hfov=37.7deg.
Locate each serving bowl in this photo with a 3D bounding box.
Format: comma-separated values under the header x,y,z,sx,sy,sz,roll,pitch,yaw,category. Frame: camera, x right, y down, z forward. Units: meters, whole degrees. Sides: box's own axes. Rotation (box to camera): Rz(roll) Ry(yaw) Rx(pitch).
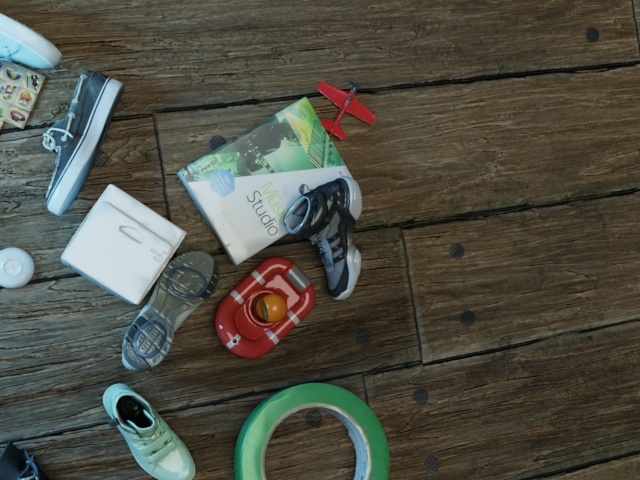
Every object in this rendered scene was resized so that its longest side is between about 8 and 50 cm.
x,y,z,sx,sy,sz,roll,pitch,yaw,category
-0.612,0.054,1.861,0.083,0.027,0.083,1,87,-14,serving bowl

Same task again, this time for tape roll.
x,y,z,sx,sy,sz,roll,pitch,yaw,category
-0.017,0.461,1.956,0.321,0.077,0.321,4,77,-17,tape roll

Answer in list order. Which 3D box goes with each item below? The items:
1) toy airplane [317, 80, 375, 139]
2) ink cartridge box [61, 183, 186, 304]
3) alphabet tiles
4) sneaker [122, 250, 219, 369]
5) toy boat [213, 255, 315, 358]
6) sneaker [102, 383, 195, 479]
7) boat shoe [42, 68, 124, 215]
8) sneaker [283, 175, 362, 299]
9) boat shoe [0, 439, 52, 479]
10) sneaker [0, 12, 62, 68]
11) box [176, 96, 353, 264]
x,y,z,sx,sy,sz,roll,pitch,yaw,category
0.046,-0.285,2.062,0.151,0.028,0.151,1,86,-14,toy airplane
-0.388,0.013,1.819,0.171,0.233,0.168,33,79,-11,ink cartridge box
-0.685,-0.323,1.873,0.237,0.009,0.198,23,81,-14,alphabet tiles
-0.316,0.139,1.900,0.111,0.129,0.297,41,59,-8,sneaker
-0.110,0.141,1.931,0.231,0.151,0.151,-44,98,-14,toy boat
-0.336,0.398,1.855,0.094,0.151,0.256,-41,99,-15,sneaker
-0.495,-0.201,1.866,0.105,0.113,0.306,21,79,-7,boat shoe
0.000,0.000,1.964,0.153,0.101,0.268,-5,107,-28,sneaker
-0.589,0.467,1.768,0.500,0.187,0.155,20,88,-8,boat shoe
-0.691,-0.383,1.813,0.366,0.135,0.150,22,89,-4,sneaker
-0.108,-0.127,1.990,0.322,0.058,0.232,-33,99,-16,box
